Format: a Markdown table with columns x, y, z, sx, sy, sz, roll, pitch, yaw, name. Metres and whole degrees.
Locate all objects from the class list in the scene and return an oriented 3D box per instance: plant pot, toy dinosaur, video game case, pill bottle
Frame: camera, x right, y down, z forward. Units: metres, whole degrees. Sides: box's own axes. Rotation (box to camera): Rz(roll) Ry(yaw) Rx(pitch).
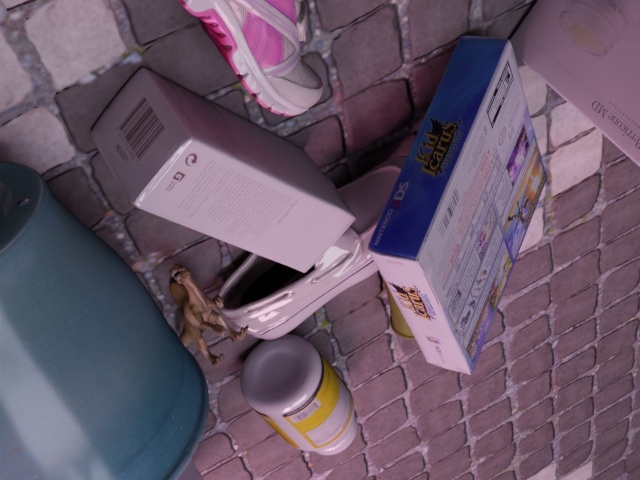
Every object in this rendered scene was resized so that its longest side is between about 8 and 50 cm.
| x | y | z | sx | sy | sz | roll | pitch | yaw | name |
| --- | --- | --- | --- | --- | --- | --- | --- | --- | --- |
| 0.113 | 0.064 | 1.284 | 0.083 | 0.083 | 0.079 | -31 | 130 | -7 | plant pot |
| -0.262 | 0.083 | 0.882 | 0.272 | 0.271 | 0.255 | -27 | 126 | -12 | plant pot |
| -0.127 | 0.085 | 1.110 | 0.053 | 0.093 | 0.183 | -40 | 159 | -32 | toy dinosaur |
| 0.153 | -0.033 | 1.108 | 0.269 | 0.061 | 0.244 | -65 | 148 | -24 | video game case |
| -0.019 | 0.197 | 1.291 | 0.103 | 0.103 | 0.184 | -35 | 142 | -1 | pill bottle |

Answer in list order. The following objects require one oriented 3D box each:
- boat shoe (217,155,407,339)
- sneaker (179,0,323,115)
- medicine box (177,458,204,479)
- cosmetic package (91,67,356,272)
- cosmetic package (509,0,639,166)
| x | y | z | sx | sy | sz | roll | pitch | yaw | name |
| --- | --- | --- | --- | --- | --- | --- | --- | --- | --- |
| 0.000 | 0.000 | 1.118 | 0.267 | 0.096 | 0.088 | -37 | 147 | 14 | boat shoe |
| -0.048 | -0.200 | 0.862 | 0.111 | 0.103 | 0.252 | -37 | 143 | 3 | sneaker |
| -0.187 | 0.340 | 1.159 | 0.149 | 0.289 | 0.263 | -25 | 141 | -17 | medicine box |
| -0.085 | -0.059 | 0.969 | 0.085 | 0.117 | 0.231 | -48 | 139 | 15 | cosmetic package |
| 0.348 | -0.212 | 1.050 | 0.138 | 0.224 | 0.224 | 8 | 124 | -43 | cosmetic package |
